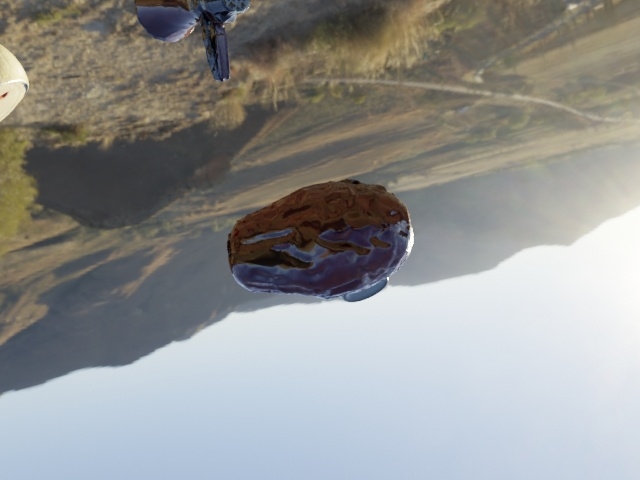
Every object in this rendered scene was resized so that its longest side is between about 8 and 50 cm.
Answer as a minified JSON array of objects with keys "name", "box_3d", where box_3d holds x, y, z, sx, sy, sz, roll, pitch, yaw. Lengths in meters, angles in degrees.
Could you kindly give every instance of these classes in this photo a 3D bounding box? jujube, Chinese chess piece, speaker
[{"name":"jujube","box_3d":[0.000,0.000,0.971,0.291,0.197,0.197,-10,179,5]},{"name":"Chinese chess piece","box_3d":[-0.645,-0.252,1.068,0.250,0.103,0.249,-34,-168,8]},{"name":"speaker","box_3d":[-0.327,-0.569,1.559,0.198,0.258,0.330,11,-171,-46]}]

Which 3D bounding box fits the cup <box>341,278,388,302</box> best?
[{"name":"cup","box_3d":[0.081,0.016,1.605,0.187,0.234,0.258,-15,149,-16]}]
